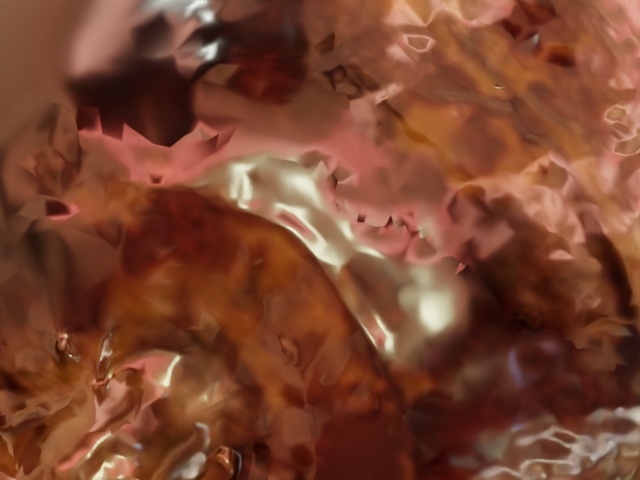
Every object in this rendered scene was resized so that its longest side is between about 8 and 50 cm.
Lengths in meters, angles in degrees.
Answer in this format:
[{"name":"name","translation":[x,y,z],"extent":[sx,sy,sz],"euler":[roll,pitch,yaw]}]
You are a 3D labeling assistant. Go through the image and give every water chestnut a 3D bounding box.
[{"name":"water chestnut","translation":[0.000,0.000,0.498],"extent":[0.224,0.223,0.238],"euler":[-4,10,11]}]
